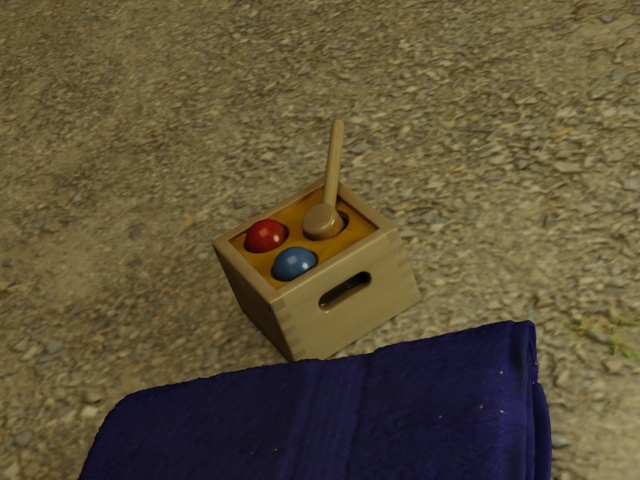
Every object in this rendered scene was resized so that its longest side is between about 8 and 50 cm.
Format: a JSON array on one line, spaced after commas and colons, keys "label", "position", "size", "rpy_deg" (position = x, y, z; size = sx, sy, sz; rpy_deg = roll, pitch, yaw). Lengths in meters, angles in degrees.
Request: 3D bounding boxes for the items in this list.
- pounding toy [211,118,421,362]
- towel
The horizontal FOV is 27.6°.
[{"label": "pounding toy", "position": [0.000, 0.000, 0.991], "size": [0.141, 0.100, 0.130], "rpy_deg": [-31, 35, -13]}, {"label": "towel", "position": [-0.009, 0.157, 0.811], "size": [0.308, 0.076, 0.228], "rpy_deg": [-11, 28, 17]}]
